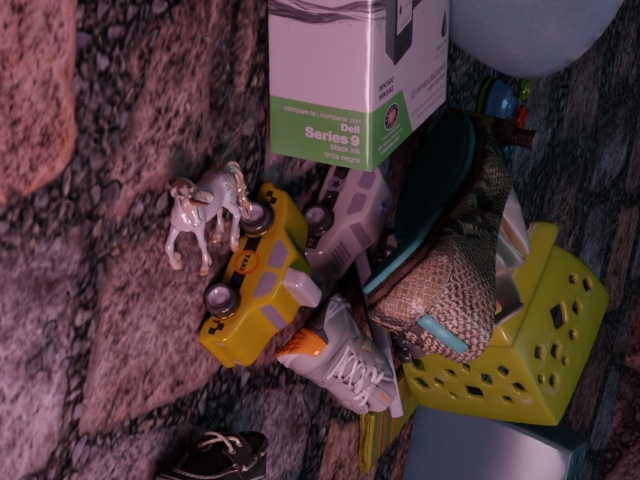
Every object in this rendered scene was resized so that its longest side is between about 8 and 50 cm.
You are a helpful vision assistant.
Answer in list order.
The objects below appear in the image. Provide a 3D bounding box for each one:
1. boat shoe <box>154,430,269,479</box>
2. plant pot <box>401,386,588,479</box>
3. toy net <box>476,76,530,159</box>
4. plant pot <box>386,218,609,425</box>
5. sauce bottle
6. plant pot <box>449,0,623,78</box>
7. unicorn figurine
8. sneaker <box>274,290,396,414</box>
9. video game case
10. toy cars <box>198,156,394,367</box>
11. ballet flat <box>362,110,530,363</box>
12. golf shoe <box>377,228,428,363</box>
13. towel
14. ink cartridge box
[{"bbox_3d":[-0.108,0.227,1.498,0.219,0.078,0.070,9,96,-75],"label":"boat shoe"},{"bbox_3d":[0.268,0.325,2.208,0.166,0.234,0.165,-6,109,-67],"label":"plant pot"},{"bbox_3d":[0.259,-0.130,2.171,0.122,0.045,0.232,-37,138,-59],"label":"toy net"},{"bbox_3d":[0.226,0.093,1.984,0.207,0.227,0.228,54,51,-42],"label":"plant pot"},{"bbox_3d":[0.227,-0.146,1.973,0.042,0.128,0.042,-44,142,-49],"label":"sauce bottle"},{"bbox_3d":[0.190,-0.344,1.645,0.195,0.290,0.290,14,91,-32],"label":"plant pot"},{"bbox_3d":[-0.110,-0.026,1.374,0.162,0.060,0.111,-70,162,-58],"label":"unicorn figurine"},{"bbox_3d":[0.033,0.134,1.613,0.099,0.121,0.262,-47,169,1],"label":"sneaker"},{"bbox_3d":[0.070,0.114,1.798,0.143,0.019,0.157,76,1,-49],"label":"video game case"},{"bbox_3d":[0.000,0.000,1.589,0.394,0.087,0.176,-42,141,-53],"label":"toy cars"},{"bbox_3d":[0.166,0.007,1.736,0.164,0.182,0.483,-44,-170,25],"label":"ballet flat"},{"bbox_3d":[0.123,0.064,1.831,0.077,0.094,0.198,75,5,-51],"label":"golf shoe"},{"bbox_3d":[0.110,0.222,2.064,0.237,0.021,0.102,-44,145,-52],"label":"towel"},{"bbox_3d":[0.042,-0.247,1.497,0.211,0.122,0.289,-45,142,-51],"label":"ink cartridge box"}]
